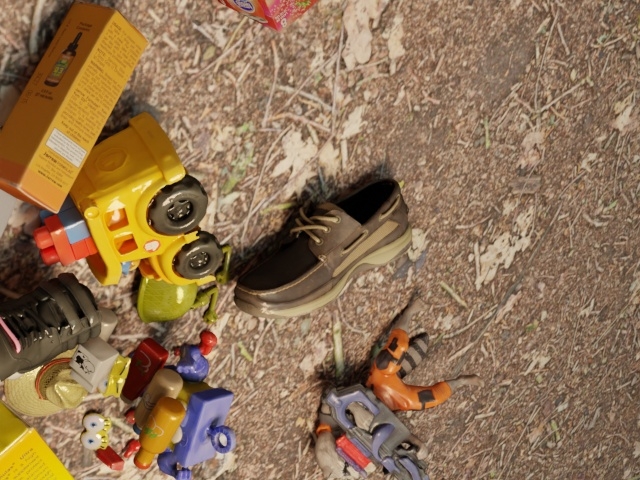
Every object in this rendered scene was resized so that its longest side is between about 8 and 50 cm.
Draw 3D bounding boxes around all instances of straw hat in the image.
[{"bbox_3d":[-0.344,0.192,1.563,0.144,0.061,0.144,-27,134,-32],"label":"straw hat"}]

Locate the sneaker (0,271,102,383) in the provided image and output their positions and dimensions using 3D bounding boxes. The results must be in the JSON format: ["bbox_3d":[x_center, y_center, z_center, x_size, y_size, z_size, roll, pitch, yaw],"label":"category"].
[{"bbox_3d":[-0.337,0.092,1.348,0.147,0.104,0.296,-33,176,-5],"label":"sneaker"}]

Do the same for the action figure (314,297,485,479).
[{"bbox_3d":[0.130,0.317,2.081,0.330,0.178,0.341,-40,115,-13],"label":"action figure"}]

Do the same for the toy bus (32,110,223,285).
[{"bbox_3d":[-0.249,-0.017,1.465,0.211,0.149,0.220,-28,138,-14],"label":"toy bus"}]

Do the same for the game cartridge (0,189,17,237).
[{"bbox_3d":[-0.472,0.024,1.280,0.297,0.062,0.198,-56,147,-17],"label":"game cartridge"}]

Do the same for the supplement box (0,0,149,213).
[{"bbox_3d":[-0.288,-0.154,1.327,0.080,0.078,0.233,38,74,-53],"label":"supplement box"}]

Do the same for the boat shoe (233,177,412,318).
[{"bbox_3d":[0.000,0.000,1.765,0.355,0.132,0.130,-31,126,-42],"label":"boat shoe"}]

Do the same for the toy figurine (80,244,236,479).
[{"bbox_3d":[-0.168,0.204,1.636,0.191,0.217,0.362,1,116,-48],"label":"toy figurine"}]

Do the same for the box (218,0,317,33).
[{"bbox_3d":[-0.019,-0.393,1.442,0.257,0.128,0.123,-44,141,-17],"label":"box"}]

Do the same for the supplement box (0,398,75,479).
[{"bbox_3d":[-0.416,0.324,1.443,0.195,0.194,0.356,-43,146,-19],"label":"supplement box"}]

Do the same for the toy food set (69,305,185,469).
[{"bbox_3d":[-0.270,0.182,1.529,0.104,0.232,0.111,-60,166,25],"label":"toy food set"}]
